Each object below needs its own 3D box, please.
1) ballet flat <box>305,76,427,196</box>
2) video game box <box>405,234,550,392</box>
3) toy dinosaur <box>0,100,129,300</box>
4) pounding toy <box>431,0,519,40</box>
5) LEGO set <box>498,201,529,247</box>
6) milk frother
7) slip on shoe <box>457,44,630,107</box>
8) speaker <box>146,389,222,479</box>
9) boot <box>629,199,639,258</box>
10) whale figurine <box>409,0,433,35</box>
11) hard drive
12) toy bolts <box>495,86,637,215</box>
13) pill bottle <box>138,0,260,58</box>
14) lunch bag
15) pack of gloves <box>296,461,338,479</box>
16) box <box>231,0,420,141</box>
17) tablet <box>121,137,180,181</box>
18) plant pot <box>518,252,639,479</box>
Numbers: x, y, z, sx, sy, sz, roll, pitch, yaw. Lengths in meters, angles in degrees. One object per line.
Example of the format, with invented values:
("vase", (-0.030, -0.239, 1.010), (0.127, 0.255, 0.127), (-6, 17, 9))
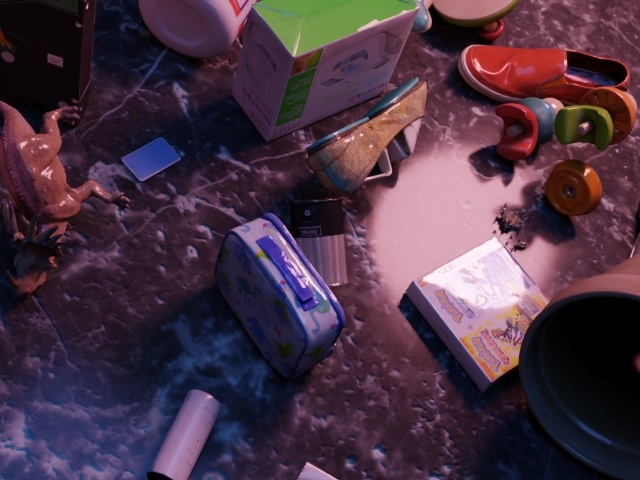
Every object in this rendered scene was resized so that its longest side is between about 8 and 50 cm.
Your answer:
("ballet flat", (0.097, -0.167, 1.762), (0.123, 0.123, 0.348), (38, 39, 10))
("video game box", (0.268, 0.112, 1.684), (0.187, 0.048, 0.205), (-28, 69, -25))
("toy dinosaur", (-0.415, -0.083, 1.527), (0.200, 0.127, 0.296), (-36, 103, -56))
("pounding toy", (0.283, -0.459, 2.027), (0.237, 0.110, 0.183), (11, 64, 27))
("LEGO set", (0.326, -0.024, 1.802), (0.054, 0.023, 0.083), (5, 71, -9))
("milk frother", (0.000, 0.000, 1.659), (0.143, 0.129, 0.135), (-8, 96, -51))
("slip on shoe", (0.417, -0.313, 1.956), (0.331, 0.101, 0.123), (10, 59, -7))
("speaker", (-0.186, 0.276, 1.455), (0.055, 0.055, 0.136), (24, 56, 1))
("boot", (0.617, 0.028, 1.812), (0.189, 0.076, 0.208), (10, 49, 8))
("whale figurine", (0.152, -0.503, 1.938), (0.141, 0.216, 0.272), (22, 68, -39))
("hard drive", (-0.460, -0.330, 1.589), (0.237, 0.339, 0.064), (18, 56, -2))
("toy bolts", (0.438, -0.175, 1.862), (0.228, 0.218, 0.158), (20, 33, 38))
("pill bottle", (-0.173, -0.482, 1.855), (0.181, 0.181, 0.323), (26, 55, 2))
("lunch bag", (-0.060, 0.080, 1.538), (0.090, 0.176, 0.219), (-27, 68, -27))
("pack of gloves", (0.033, 0.444, 1.429), (0.232, 0.046, 0.195), (28, 67, 7))
("box", (0.002, -0.317, 1.768), (0.262, 0.231, 0.127), (-26, 68, -27))
("tablet", (-0.274, -0.132, 1.715), (0.083, 0.006, 0.054), (-34, 72, -30))
("plant pot", (0.496, 0.152, 1.591), (0.323, 0.323, 0.280), (37, 41, 9))
